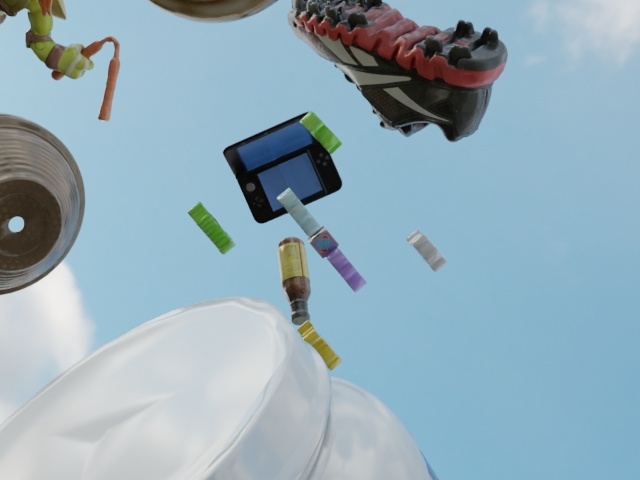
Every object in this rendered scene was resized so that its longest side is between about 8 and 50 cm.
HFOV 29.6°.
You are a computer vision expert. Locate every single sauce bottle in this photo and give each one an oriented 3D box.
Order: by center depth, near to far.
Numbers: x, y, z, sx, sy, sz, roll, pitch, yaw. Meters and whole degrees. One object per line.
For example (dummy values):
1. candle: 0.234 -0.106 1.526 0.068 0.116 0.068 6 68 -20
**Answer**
1. sauce bottle: -0.035 0.057 1.679 0.042 0.128 0.042 -4 -34 -3

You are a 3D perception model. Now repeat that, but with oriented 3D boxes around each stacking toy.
1. stacking toy: 0.000 0.000 1.231 0.221 0.167 0.052 49 1 -13

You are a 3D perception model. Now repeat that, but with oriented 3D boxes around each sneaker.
1. sneaker: 0.071 -0.186 1.303 0.276 0.098 0.135 26 -51 32

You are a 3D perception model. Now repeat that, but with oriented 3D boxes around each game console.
1. game console: -0.053 -0.104 1.761 0.144 0.085 0.124 -23 -88 1

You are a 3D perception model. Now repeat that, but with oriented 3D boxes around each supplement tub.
1. supplement tub: -0.018 0.218 0.605 0.241 0.241 0.331 -11 -60 43

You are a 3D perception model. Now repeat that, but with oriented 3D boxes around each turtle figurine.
1. turtle figurine: -0.285 -0.234 1.132 0.217 0.087 0.269 -1 -74 45

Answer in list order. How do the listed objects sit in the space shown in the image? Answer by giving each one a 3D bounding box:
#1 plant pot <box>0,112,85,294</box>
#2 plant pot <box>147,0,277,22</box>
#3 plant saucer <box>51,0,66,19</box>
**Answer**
1. plant pot: -0.392 -0.034 1.498 0.110 0.237 0.237 26 -44 53
2. plant pot: -0.118 -0.326 1.179 0.236 0.032 0.236 6 -67 14
3. plant saucer: -0.496 -0.553 1.880 0.332 0.081 0.332 86 -12 -66
